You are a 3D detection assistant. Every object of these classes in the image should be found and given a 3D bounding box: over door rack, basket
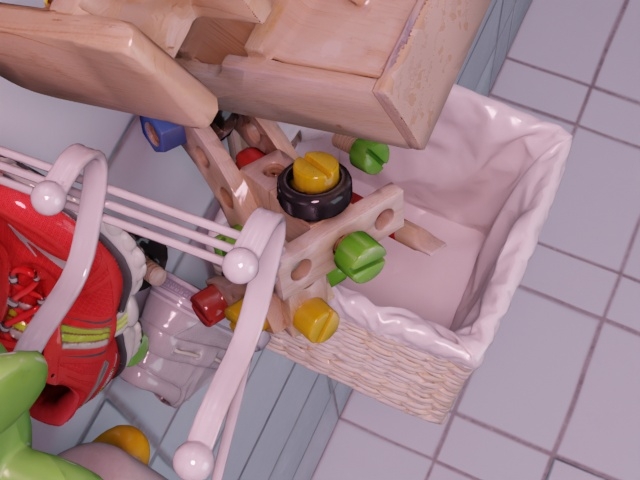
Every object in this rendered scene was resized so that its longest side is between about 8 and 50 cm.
[{"bbox_3d":[-0.159,0.094,0.615,0.108,0.240,0.324,-54,161,-53],"label":"over door rack"},{"bbox_3d":[0.075,-0.003,1.244,0.266,0.331,0.328,98,17,-61],"label":"basket"}]

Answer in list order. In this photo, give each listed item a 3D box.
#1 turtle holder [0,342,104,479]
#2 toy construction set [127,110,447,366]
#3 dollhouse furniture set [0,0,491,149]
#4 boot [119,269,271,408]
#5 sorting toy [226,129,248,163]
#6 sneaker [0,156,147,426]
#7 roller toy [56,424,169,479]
[{"bbox_3d":[-0.240,0.105,0.338,0.243,0.228,0.320,-67,166,1],"label":"turtle holder"},{"bbox_3d":[0.000,0.000,0.902,0.309,0.237,0.257,-8,118,-43],"label":"toy construction set"},{"bbox_3d":[-0.087,-0.237,0.586,0.394,0.257,0.362,46,64,-53],"label":"dollhouse furniture set"},{"bbox_3d":[-0.140,0.117,1.108,0.123,0.095,0.258,-59,159,-5],"label":"boot"},{"bbox_3d":[-0.059,-0.198,1.015,0.193,0.038,0.208,87,23,-61],"label":"sorting toy"},{"bbox_3d":[-0.192,0.054,0.733,0.118,0.107,0.279,-54,161,-29],"label":"sneaker"},{"bbox_3d":[-0.190,0.271,0.857,0.209,0.191,0.146,-49,121,-6],"label":"roller toy"}]
